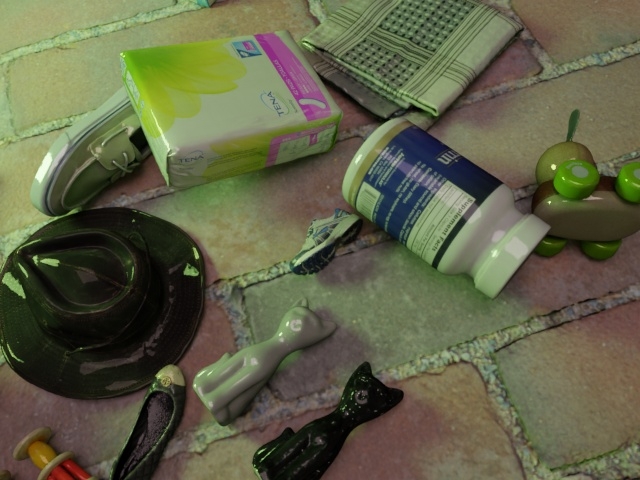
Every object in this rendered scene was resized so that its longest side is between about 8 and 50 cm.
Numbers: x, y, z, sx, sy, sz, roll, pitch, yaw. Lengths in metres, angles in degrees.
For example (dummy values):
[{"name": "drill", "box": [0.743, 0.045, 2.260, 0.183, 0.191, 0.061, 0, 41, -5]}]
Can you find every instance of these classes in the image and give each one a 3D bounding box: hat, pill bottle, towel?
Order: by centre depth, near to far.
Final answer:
[{"name": "hat", "box": [-0.338, 0.061, 0.746, 0.332, 0.134, 0.331, -1, 66, 3]}, {"name": "pill bottle", "box": [0.174, -0.045, 0.748, 0.265, 0.153, 0.153, 39, 73, 18]}, {"name": "towel", "box": [0.149, -0.362, 0.949, 0.312, 0.056, 0.324, 38, 74, 19]}]

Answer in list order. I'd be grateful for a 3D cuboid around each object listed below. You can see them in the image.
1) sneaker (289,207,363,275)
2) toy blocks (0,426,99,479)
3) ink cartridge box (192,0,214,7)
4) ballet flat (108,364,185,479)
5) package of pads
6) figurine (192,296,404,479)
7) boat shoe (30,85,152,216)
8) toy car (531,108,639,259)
[{"name": "sneaker", "box": [0.000, 0.000, 0.801, 0.135, 0.052, 0.058, -38, 58, -21]}, {"name": "toy blocks", "box": [-0.348, 0.332, 0.664, 0.148, 0.054, 0.123, 35, 72, 17]}, {"name": "ink cartridge box", "box": [-0.267, -0.545, 1.042, 0.143, 0.092, 0.089, 24, 70, 16]}, {"name": "ballet flat", "box": [-0.224, 0.249, 0.696, 0.058, 0.049, 0.173, 13, 67, 9]}, {"name": "package of pads", "box": [-0.137, -0.215, 0.841, 0.297, 0.101, 0.229, -18, 64, -23]}, {"name": "figurine", "box": [-0.031, 0.196, 0.696, 0.209, 0.092, 0.215, -36, 67, -21]}, {"name": "boat shoe", "box": [-0.338, -0.155, 0.860, 0.094, 0.109, 0.302, 27, 67, 13]}, {"name": "toy car", "box": [0.378, -0.093, 0.767, 0.149, 0.155, 0.188, 4, 53, 6]}]
